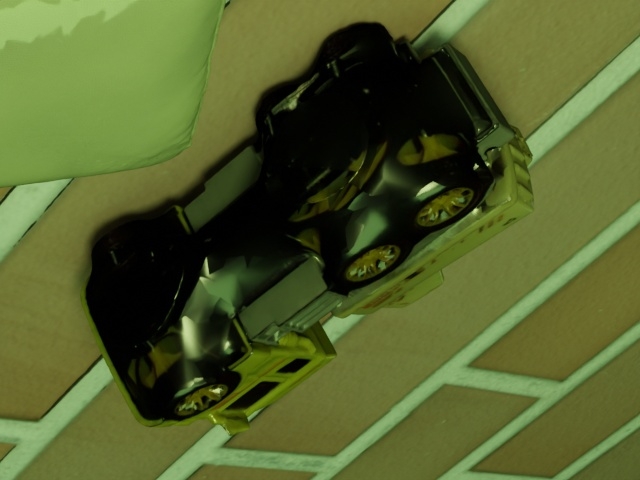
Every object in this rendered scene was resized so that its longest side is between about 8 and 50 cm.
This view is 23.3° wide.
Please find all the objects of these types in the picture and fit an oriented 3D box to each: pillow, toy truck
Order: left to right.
[{"bbox_3d":[-0.228,-0.124,1.075,0.322,0.120,0.255,-8,145,-21],"label":"pillow"},{"bbox_3d":[0.000,0.000,1.352,0.405,0.180,0.254,-38,152,19],"label":"toy truck"}]
